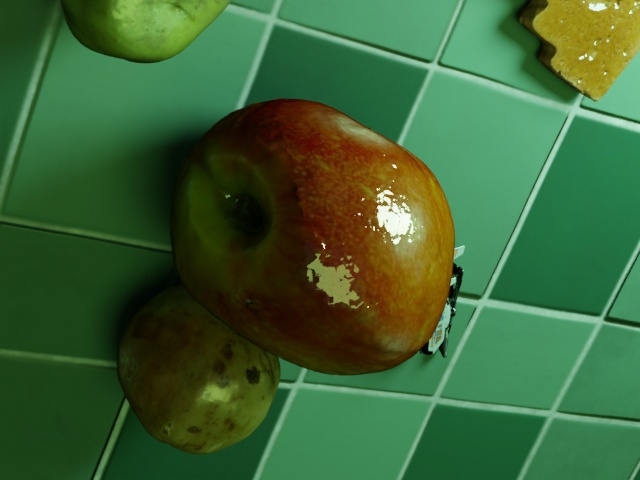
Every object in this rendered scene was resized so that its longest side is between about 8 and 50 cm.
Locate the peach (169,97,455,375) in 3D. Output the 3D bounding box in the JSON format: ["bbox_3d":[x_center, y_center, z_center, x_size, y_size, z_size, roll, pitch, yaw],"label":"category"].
[{"bbox_3d":[0.001,-0.002,1.462,0.372,0.372,0.290,21,103,-34],"label":"peach"}]

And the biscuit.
[{"bbox_3d":[0.365,-0.327,1.634,0.284,0.043,0.306,-16,126,-19],"label":"biscuit"}]

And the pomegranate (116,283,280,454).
[{"bbox_3d":[-0.160,0.166,1.561,0.215,0.215,0.215,-12,123,-20],"label":"pomegranate"}]

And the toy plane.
[{"bbox_3d":[0.165,0.095,1.778,0.078,0.053,0.197,-13,124,-30],"label":"toy plane"}]

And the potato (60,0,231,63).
[{"bbox_3d":[-0.173,-0.305,1.307,0.197,0.148,0.228,10,109,-18],"label":"potato"}]
